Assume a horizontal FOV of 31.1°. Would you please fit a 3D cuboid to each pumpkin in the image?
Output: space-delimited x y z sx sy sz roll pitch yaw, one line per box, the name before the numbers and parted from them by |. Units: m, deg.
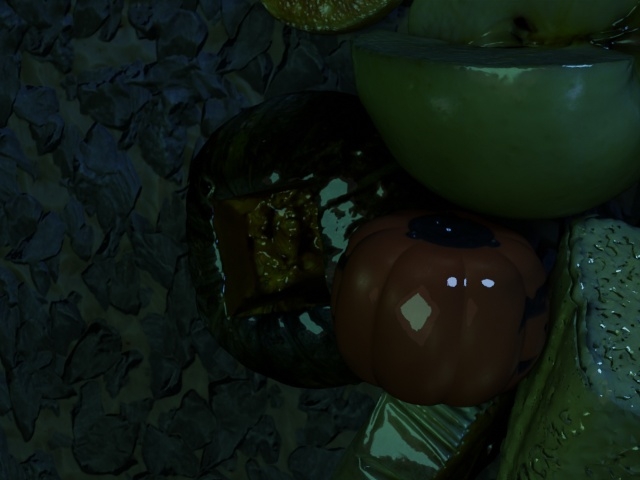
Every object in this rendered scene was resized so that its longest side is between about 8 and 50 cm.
pumpkin | 0.000 0.000 1.184 0.320 0.192 0.320 5 100 31

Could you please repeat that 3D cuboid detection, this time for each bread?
bread | 0.283 0.169 1.050 0.248 0.279 0.315 17 142 -8
bread | 0.119 0.187 1.135 0.110 0.210 0.192 36 114 17

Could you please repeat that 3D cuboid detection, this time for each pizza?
pizza | 0.016 -0.283 1.218 0.175 0.046 0.134 15 106 28

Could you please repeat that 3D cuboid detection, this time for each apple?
apple | 0.187 -0.146 1.016 0.258 0.295 0.233 -2 134 41

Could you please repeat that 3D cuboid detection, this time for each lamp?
lamp | 0.100 0.063 0.984 0.188 0.188 0.163 17 113 28
